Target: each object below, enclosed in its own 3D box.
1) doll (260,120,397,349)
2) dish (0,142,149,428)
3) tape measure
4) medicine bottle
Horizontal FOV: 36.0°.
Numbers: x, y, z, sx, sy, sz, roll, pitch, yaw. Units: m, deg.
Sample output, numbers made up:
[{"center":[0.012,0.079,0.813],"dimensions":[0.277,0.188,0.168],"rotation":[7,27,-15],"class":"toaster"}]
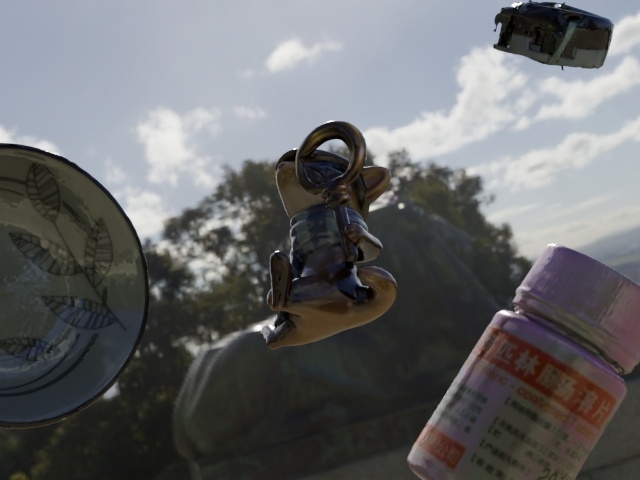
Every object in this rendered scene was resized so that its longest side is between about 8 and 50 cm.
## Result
[{"center":[-0.004,-0.001,1.633],"dimensions":[0.209,0.339,0.318],"rotation":[27,-40,-30],"class":"doll"},{"center":[-0.352,0.052,1.094],"dimensions":[0.316,0.316,0.106],"rotation":[-12,-2,-41],"class":"dish"},{"center":[0.195,-0.173,0.825],"dimensions":[0.094,0.054,0.091],"rotation":[16,17,15],"class":"tape measure"},{"center":[0.311,0.216,1.412],"dimensions":[0.388,0.219,0.219],"rotation":[-56,-3,-3],"class":"medicine bottle"}]
